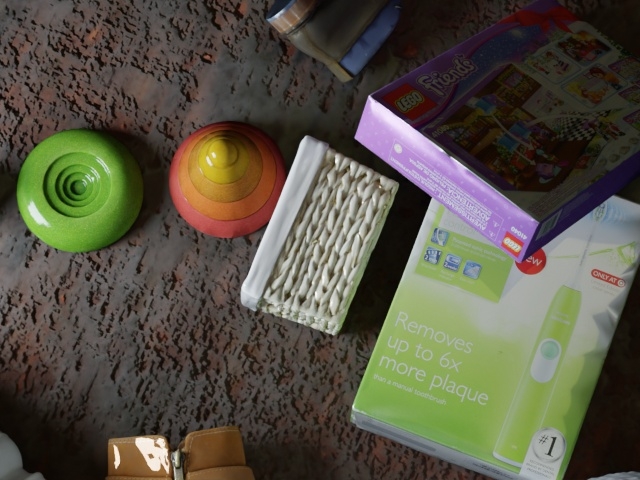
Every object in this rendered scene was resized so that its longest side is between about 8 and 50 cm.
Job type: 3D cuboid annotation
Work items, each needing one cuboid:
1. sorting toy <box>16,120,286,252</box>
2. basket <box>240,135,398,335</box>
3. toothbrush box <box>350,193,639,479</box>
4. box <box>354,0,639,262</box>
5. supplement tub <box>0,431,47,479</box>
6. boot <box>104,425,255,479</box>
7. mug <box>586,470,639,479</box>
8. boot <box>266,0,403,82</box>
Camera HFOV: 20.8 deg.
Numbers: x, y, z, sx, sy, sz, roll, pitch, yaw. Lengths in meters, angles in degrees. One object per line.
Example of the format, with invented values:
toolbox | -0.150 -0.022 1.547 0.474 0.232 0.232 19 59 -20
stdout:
sorting toy | -0.216 -0.063 1.695 0.366 0.126 0.127 -5 79 -2
basket | 0.000 0.000 1.688 0.103 0.113 0.167 22 81 1
toothbrush box | 0.172 0.075 1.669 0.206 0.122 0.283 21 78 5
box | 0.202 -0.113 1.643 0.201 0.057 0.293 39 46 21
supplement tub | -0.399 0.218 1.604 0.272 0.191 0.191 35 81 7
boot | -0.183 0.293 1.629 0.283 0.109 0.220 -9 80 -4
mug | 0.234 0.373 1.508 0.276 0.328 0.374 43 111 5
boot | 0.046 -0.264 1.776 0.106 0.082 0.219 46 71 -17
